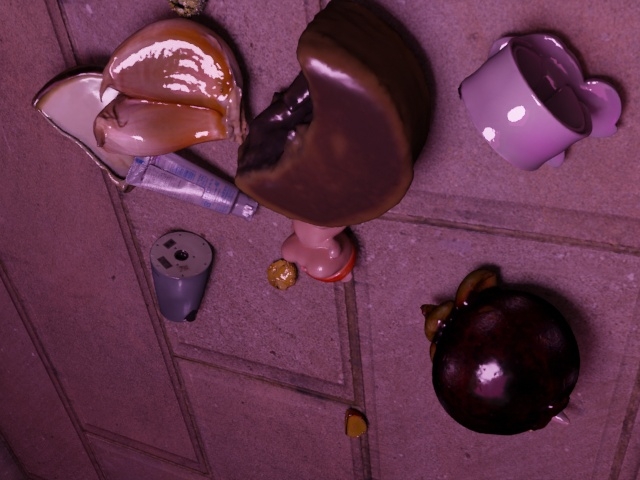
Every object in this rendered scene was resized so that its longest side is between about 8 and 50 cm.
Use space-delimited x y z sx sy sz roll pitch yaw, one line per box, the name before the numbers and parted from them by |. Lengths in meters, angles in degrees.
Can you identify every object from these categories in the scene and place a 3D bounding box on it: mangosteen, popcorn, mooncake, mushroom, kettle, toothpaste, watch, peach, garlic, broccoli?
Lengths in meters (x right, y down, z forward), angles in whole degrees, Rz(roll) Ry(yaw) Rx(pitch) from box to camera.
mangosteen | 0.352 0.227 1.254 0.347 0.306 0.307 47 140 33
popcorn | -0.090 0.092 1.544 0.084 0.084 0.084 15 129 19
mooncake | 0.001 -0.221 1.127 0.393 0.246 0.393 -1 131 29
mushroom | -0.479 -0.284 1.435 0.217 0.212 0.292 -42 98 2
kettle | -0.404 0.096 1.665 0.210 0.159 0.243 42 141 20
toothpaste | -0.291 -0.128 1.412 0.299 0.073 0.114 23 94 -15
watch | 0.340 -0.200 0.981 0.248 0.217 0.210 46 132 -8
peach | 0.094 0.526 1.760 0.077 0.050 0.083 -36 113 17
garlic | -0.307 -0.292 1.253 0.312 0.250 0.286 0 154 -2
broccoli | -0.264 -0.485 1.190 0.095 0.097 0.092 -36 127 13

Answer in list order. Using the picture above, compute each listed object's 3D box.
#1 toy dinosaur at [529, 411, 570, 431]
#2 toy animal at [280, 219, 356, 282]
toy dinosaur | 0.482 0.399 1.402 0.194 0.152 0.177 -17 122 44
toy animal | 0.000 0.000 1.359 0.171 0.171 0.198 10 124 22
